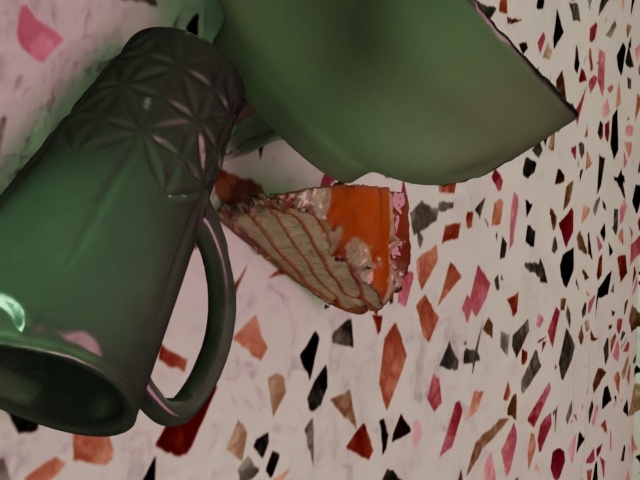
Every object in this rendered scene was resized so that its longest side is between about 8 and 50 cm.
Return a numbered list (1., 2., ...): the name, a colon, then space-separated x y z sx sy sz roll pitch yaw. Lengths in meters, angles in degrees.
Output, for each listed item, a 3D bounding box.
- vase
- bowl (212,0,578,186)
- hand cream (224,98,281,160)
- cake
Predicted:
1. vase: -0.143 -0.007 0.701 0.251 0.156 0.300 45 50 -31
2. bowl: 0.032 -0.172 0.847 0.185 0.354 0.354 -43 149 14
3. hand cream: -0.068 -0.106 0.907 0.216 0.038 0.052 -34 147 -57
4. cake: 0.006 0.001 0.973 0.287 0.098 0.135 13 83 -58
